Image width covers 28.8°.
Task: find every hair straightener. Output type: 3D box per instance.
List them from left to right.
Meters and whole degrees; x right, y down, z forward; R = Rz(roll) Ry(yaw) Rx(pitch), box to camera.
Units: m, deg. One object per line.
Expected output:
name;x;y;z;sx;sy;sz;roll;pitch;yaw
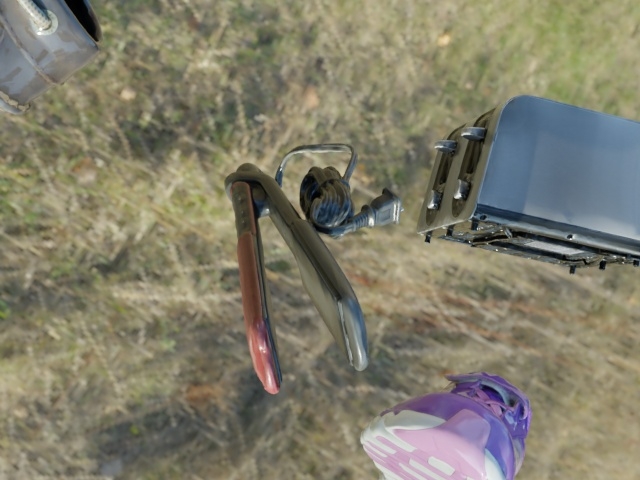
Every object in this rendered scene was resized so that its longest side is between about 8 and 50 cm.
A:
hair straightener;0.000;0.000;0.637;0.089;0.230;0.047;-13;112;-2

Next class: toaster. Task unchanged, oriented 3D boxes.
toaster;0.187;-0.039;1.009;0.168;0.186;0.110;161;-59;-79

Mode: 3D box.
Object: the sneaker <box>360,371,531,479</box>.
sneaker;0.092;0.125;0.798;0.104;0.095;0.236;-51;165;-13

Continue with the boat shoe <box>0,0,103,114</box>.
boat shoe;-0.196;-0.218;0.547;0.130;0.132;0.355;-18;114;2
